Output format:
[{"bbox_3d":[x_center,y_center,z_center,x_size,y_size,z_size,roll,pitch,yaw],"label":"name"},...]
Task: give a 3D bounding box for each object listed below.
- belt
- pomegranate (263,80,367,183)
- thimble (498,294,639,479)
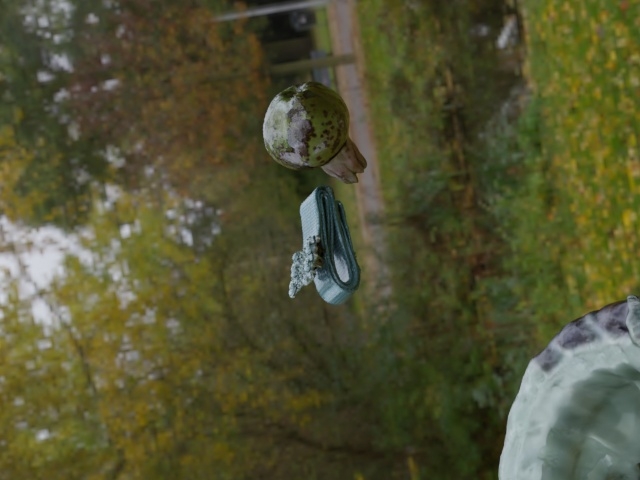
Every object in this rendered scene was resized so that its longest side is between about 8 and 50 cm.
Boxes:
[{"bbox_3d":[-0.003,0.002,1.669,0.065,0.100,0.179,-48,42,41],"label":"belt"},{"bbox_3d":[0.001,-0.155,1.699,0.138,0.163,0.125,-104,33,-67],"label":"pomegranate"},{"bbox_3d":[0.229,0.152,0.728,0.237,0.150,0.237,-28,56,54],"label":"thimble"}]
